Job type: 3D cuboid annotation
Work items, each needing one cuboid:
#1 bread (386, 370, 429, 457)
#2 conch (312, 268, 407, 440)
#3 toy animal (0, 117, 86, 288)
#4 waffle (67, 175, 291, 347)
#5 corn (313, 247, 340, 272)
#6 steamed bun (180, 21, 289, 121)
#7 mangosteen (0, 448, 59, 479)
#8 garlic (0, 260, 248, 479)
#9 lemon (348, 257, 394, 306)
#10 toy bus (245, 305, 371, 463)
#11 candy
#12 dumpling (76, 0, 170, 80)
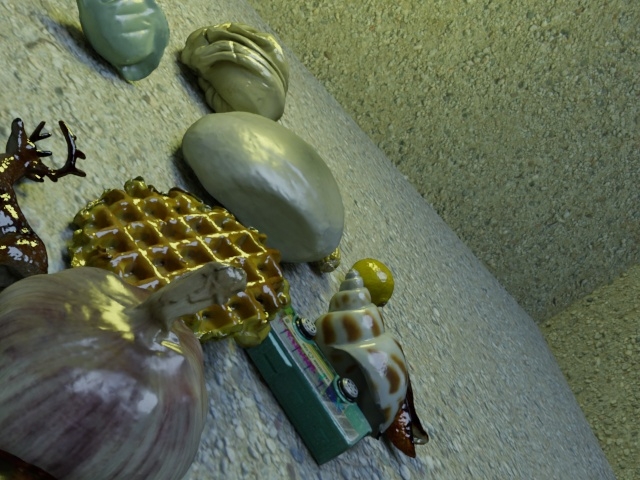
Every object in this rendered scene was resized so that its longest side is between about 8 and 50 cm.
[{"bbox_3d":[0.126,0.287,1.264,0.139,0.095,0.268,9,60,-62],"label":"bread"},{"bbox_3d":[0.067,0.195,1.128,0.149,0.183,0.275,-28,99,-38],"label":"conch"},{"bbox_3d":[-0.360,-0.038,0.735,0.260,0.087,0.243,6,62,-67],"label":"toy animal"},{"bbox_3d":[-0.182,0.028,0.907,0.325,0.068,0.302,22,29,-16],"label":"waffle"},{"bbox_3d":[0.000,0.000,1.513,0.067,0.067,0.206,38,20,-36],"label":"corn"},{"bbox_3d":[-0.192,-0.423,1.622,0.276,0.203,0.289,40,22,-33],"label":"steamed bun"},{"bbox_3d":[-0.227,0.232,0.370,0.231,0.231,0.289,54,-20,7],"label":"mangosteen"},{"bbox_3d":[-0.173,0.106,0.620,0.245,0.253,0.245,49,9,-11],"label":"garlic"},{"bbox_3d":[0.120,0.102,1.544,0.109,0.109,0.133,28,25,-51],"label":"lemon"},{"bbox_3d":[-0.027,0.214,1.021,0.261,0.091,0.109,54,25,11],"label":"toy bus"},{"bbox_3d":[-0.095,-0.139,1.381,0.386,0.186,0.427,44,16,-12],"label":"candy"},{"bbox_3d":[-0.391,-0.418,1.257,0.152,0.108,0.219,-53,135,-37],"label":"dumpling"}]
